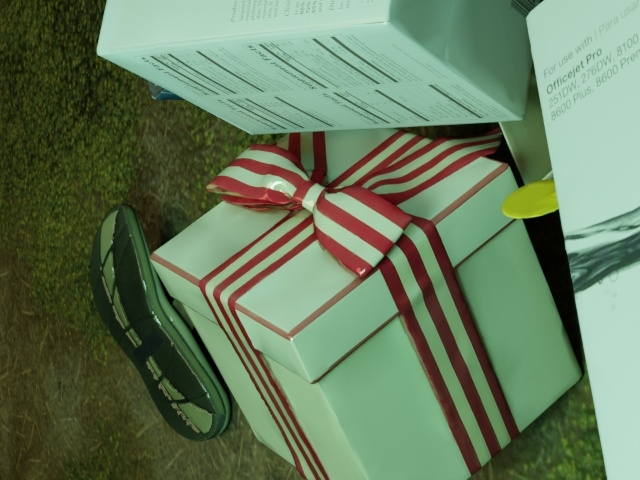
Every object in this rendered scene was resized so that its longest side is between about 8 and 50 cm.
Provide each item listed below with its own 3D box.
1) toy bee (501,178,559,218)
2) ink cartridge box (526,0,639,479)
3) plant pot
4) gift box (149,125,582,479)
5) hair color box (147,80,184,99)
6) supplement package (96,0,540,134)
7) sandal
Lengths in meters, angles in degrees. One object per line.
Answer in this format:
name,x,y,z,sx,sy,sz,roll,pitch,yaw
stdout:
toy bee,0.227,-0.025,1.014,0.298,0.195,0.162,86,-170,-49
ink cartridge box,0.292,0.030,0.764,0.166,0.285,0.395,-39,50,50
plant pot,0.207,-0.112,1.100,0.109,0.096,0.109,-46,57,48
gift box,0.043,0.035,1.183,0.255,0.276,0.258,19,143,49
hair color box,-0.072,-0.286,1.486,0.347,0.105,0.174,-28,70,52
supplement package,0.007,-0.206,1.077,0.262,0.198,0.199,0,75,36
sandal,-0.186,0.098,1.713,0.120,0.086,0.303,-36,78,44
